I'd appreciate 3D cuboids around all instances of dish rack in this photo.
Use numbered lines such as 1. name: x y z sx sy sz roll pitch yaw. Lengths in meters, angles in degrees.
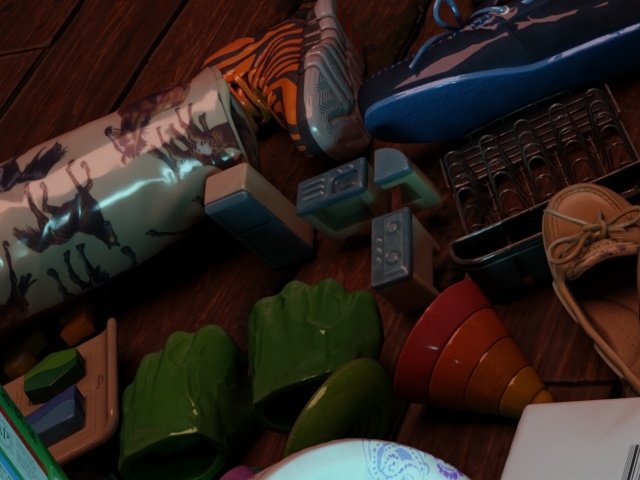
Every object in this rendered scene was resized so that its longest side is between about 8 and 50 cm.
1. dish rack: 0.212 -0.066 1.741 0.208 0.074 0.271 -23 34 8

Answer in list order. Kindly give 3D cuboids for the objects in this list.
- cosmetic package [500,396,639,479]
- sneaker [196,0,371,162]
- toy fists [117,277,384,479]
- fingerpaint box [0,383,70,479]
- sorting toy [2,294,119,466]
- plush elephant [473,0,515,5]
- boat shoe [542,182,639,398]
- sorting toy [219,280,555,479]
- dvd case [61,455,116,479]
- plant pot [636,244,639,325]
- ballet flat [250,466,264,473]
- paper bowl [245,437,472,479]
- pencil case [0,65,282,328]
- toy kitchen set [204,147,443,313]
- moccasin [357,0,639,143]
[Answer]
1. cosmetic package: 0.257 0.222 1.195 0.224 0.225 0.138 -6 37 29
2. sneaker: -0.045 -0.149 2.016 0.180 0.125 0.321 -24 23 14
3. toy fists: -0.064 0.128 1.661 0.279 0.096 0.142 -25 41 23
4. fingerpaint box: -0.294 0.334 1.253 0.371 0.445 0.163 -26 33 5
5. sorting toy: -0.296 0.156 1.801 0.229 0.041 0.307 -32 23 7
6. plush elephant: 0.227 -0.371 1.992 0.255 0.330 0.272 -61 27 -7
7. boat shoe: 0.255 0.044 1.500 0.104 0.089 0.285 -30 48 5
8. sorting toy: 0.069 0.167 1.475 0.126 0.127 0.365 31 43 27
9. dvd case: -0.259 0.251 1.722 0.119 0.013 0.087 -43 36 -22
10. plant pot: 0.375 -0.028 1.273 0.323 0.280 0.323 -7 54 11
11. ballet flat: -0.021 0.265 1.479 0.077 0.091 0.241 -64 31 6
12. paper bowl: 0.016 0.289 1.250 0.148 0.284 0.284 -36 17 53
13. pencil case: -0.251 -0.020 1.898 0.410 0.183 0.160 -26 45 -3
14. toy kitchen set: 0.000 0.000 1.758 0.207 0.122 0.166 -22 47 28
15. moccasin: 0.197 -0.197 1.870 0.342 0.138 0.117 -17 65 -3
